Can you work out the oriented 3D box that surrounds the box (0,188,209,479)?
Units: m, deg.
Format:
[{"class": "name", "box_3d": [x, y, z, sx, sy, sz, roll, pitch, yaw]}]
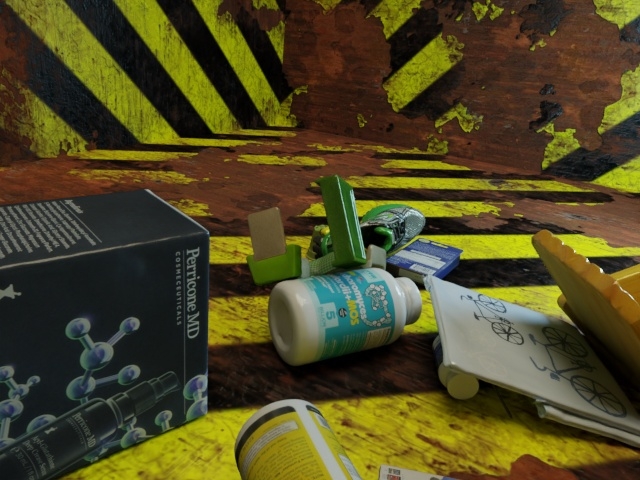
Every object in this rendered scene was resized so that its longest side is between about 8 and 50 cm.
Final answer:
[{"class": "box", "box_3d": [-0.362, 0.120, 0.632, 0.396, 0.293, 0.212, -13, 28, -39]}]

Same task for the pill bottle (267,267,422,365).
[{"class": "pill bottle", "box_3d": [0.050, 0.128, 0.910, 0.264, 0.146, 0.146, -7, 24, -28]}]

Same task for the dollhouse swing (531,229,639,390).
[{"class": "dollhouse swing", "box_3d": [0.578, 0.099, 0.838, 0.316, 0.304, 0.346, -21, 21, 5]}]

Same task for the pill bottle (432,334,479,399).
[{"class": "pill bottle", "box_3d": [0.228, 0.209, 0.851, 0.067, 0.066, 0.120, 6, 21, 2]}]

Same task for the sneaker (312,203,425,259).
[{"class": "sneaker", "box_3d": [0.154, -0.004, 1.274, 0.344, 0.134, 0.146, -23, 17, -37]}]

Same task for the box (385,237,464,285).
[{"class": "box", "box_3d": [0.269, 0.052, 1.307, 0.137, 0.036, 0.225, 18, 27, 30]}]

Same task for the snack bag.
[{"class": "snack bag", "box_3d": [0.345, 0.189, 0.879, 0.343, 0.037, 0.323, 19, 23, -3]}]

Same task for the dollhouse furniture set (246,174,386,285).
[{"class": "dollhouse furniture set", "box_3d": [0.000, 0.000, 0.998, 0.198, 0.151, 0.301, -15, -11, 17]}]

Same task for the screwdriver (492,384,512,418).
[{"class": "screwdriver", "box_3d": [0.289, 0.242, 0.861, 0.024, 0.025, 0.169, 3, 30, -7]}]

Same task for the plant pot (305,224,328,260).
[{"class": "plant pot", "box_3d": [0.006, 0.004, 1.310, 0.084, 0.079, 0.083, 5, 22, -2]}]

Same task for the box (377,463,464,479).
[{"class": "box", "box_3d": [0.119, 0.316, 0.607, 0.136, 0.028, 0.081, 10, 22, 7]}]

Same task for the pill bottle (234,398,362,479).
[{"class": "pill bottle", "box_3d": [-0.011, 0.280, 0.543, 0.119, 0.119, 0.208, -4, 23, -23]}]
